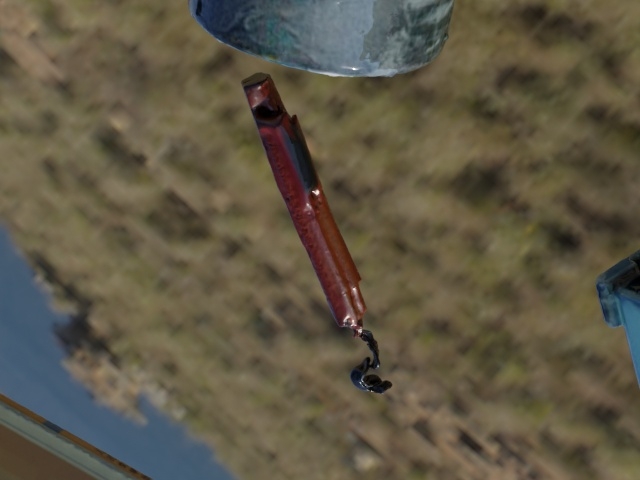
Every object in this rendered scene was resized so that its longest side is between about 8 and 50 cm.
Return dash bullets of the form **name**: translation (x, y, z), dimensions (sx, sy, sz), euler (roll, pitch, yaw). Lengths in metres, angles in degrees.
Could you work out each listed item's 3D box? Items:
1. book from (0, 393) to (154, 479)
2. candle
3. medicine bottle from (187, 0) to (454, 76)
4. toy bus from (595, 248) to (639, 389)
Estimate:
- **book**: translation (-0.200, 0.160, 0.988), dimensions (0.241, 0.170, 0.018), euler (28, -161, 11)
- **candle**: translation (0.000, 0.000, 0.841), dimensions (0.026, 0.021, 0.167), euler (3, 118, 57)
- **medicine bottle**: translation (0.022, -0.208, 0.614), dimensions (0.141, 0.141, 0.293), euler (31, 121, 36)
- **toy bus**: translation (0.240, 0.073, 0.597), dimensions (0.271, 0.133, 0.165), euler (20, 133, 53)
